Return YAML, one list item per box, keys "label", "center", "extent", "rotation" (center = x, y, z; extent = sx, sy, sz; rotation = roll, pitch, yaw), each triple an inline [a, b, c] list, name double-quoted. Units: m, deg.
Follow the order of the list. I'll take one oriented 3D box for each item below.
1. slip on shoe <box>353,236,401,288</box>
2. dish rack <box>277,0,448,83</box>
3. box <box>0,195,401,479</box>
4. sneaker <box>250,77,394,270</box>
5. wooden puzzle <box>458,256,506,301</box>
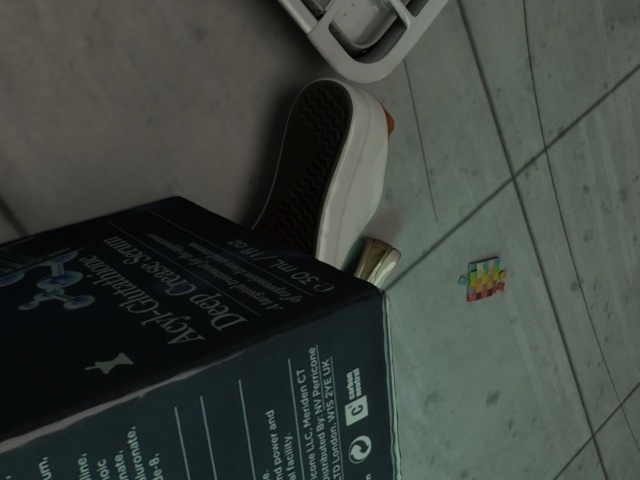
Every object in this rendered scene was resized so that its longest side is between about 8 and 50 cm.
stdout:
- label: "slip on shoe"
  center: [0.034, 0.060, 0.807]
  extent: [0.041, 0.051, 0.135]
  rotation: [32, 93, 1]
- label: "dish rack"
  center: [0.012, -0.334, 0.646]
  extent: [0.285, 0.072, 0.333]
  rotation: [-53, 127, -10]
- label: "box"
  center: [-0.190, 0.141, 0.507]
  extent: [0.395, 0.293, 0.212]
  rotation: [-20, 115, -31]
- label: "sneaker"
  center: [0.000, 0.000, 0.722]
  extent: [0.123, 0.106, 0.290]
  rotation: [4, 113, -57]
- label: "wooden puzzle"
  center: [0.202, 0.048, 0.945]
  extent: [0.083, 0.006, 0.049]
  rotation: [-13, 111, -33]
